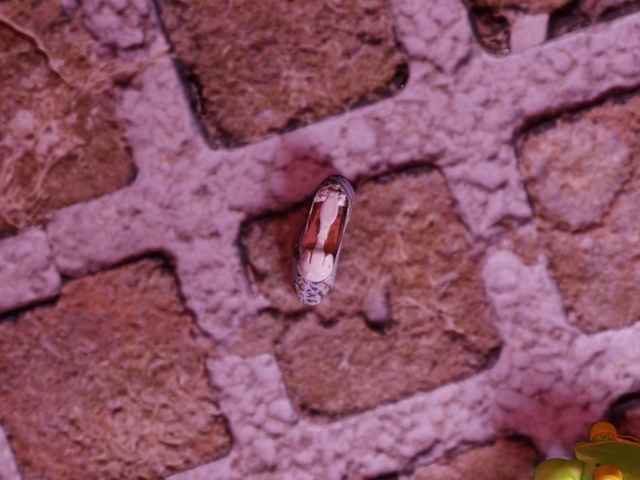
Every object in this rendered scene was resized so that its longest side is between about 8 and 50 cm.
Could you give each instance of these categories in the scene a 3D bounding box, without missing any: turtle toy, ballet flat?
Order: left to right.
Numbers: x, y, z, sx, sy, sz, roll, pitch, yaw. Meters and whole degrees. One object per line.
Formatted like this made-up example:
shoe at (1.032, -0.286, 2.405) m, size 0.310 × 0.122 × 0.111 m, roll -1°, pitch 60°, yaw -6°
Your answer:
ballet flat at (0.000, 0.000, 1.493) m, size 0.041 × 0.041 × 0.114 m, roll 14°, pitch 95°, yaw 1°
turtle toy at (0.244, 0.203, 1.481) m, size 0.130 × 0.095 × 0.066 m, roll 11°, pitch 116°, yaw 2°
